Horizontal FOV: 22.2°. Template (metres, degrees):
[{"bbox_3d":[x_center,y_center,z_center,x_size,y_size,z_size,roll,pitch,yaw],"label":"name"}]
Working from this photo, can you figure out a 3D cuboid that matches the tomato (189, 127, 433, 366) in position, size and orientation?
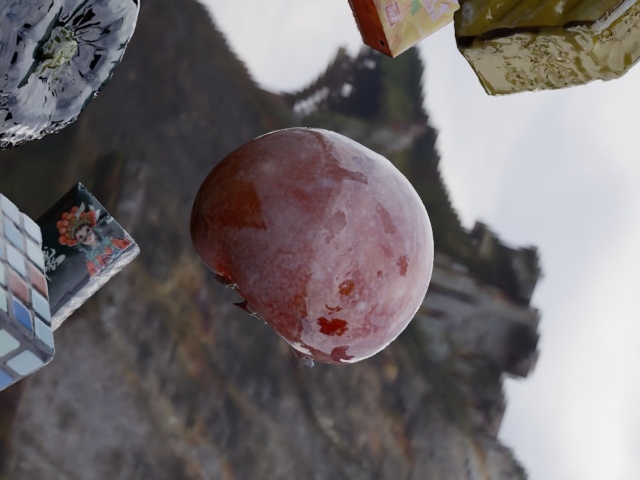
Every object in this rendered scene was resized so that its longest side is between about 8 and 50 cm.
[{"bbox_3d":[0.000,0.000,1.759,0.227,0.270,0.270,-46,-174,-6],"label":"tomato"}]

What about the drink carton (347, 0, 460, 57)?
[{"bbox_3d":[0.132,-0.287,1.663,0.223,0.096,0.071,-33,-146,-15],"label":"drink carton"}]

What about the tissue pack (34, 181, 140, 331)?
[{"bbox_3d":[-0.300,0.030,1.850,0.170,0.103,0.090,-44,176,-9],"label":"tissue pack"}]

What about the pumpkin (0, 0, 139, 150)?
[{"bbox_3d":[-0.245,-0.173,1.226,0.233,0.163,0.233,-44,157,-23],"label":"pumpkin"}]

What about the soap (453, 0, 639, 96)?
[{"bbox_3d":[0.217,-0.215,1.274,0.257,0.080,0.160,-42,-136,0],"label":"soap"}]

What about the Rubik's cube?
[{"bbox_3d":[-0.371,0.043,1.488,0.187,0.182,0.184,-28,-136,16],"label":"Rubik's cube"}]
